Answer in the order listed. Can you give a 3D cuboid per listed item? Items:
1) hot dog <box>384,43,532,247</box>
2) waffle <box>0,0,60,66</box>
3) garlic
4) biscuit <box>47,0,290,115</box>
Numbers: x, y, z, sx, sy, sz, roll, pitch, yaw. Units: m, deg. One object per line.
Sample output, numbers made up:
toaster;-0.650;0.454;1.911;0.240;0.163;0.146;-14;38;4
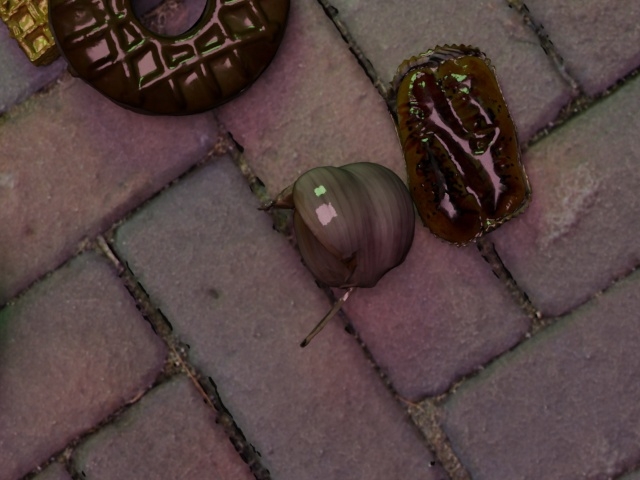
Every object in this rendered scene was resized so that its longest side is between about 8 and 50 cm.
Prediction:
hot dog;0.186;-0.129;1.700;0.163;0.082;0.270;-16;86;5
waffle;-0.378;-0.396;1.784;0.229;0.057;0.219;-39;85;3
garlic;0.000;0.000;1.679;0.207;0.207;0.256;34;91;6
biscuit;-0.200;-0.326;1.706;0.332;0.103;0.332;-1;97;-7
